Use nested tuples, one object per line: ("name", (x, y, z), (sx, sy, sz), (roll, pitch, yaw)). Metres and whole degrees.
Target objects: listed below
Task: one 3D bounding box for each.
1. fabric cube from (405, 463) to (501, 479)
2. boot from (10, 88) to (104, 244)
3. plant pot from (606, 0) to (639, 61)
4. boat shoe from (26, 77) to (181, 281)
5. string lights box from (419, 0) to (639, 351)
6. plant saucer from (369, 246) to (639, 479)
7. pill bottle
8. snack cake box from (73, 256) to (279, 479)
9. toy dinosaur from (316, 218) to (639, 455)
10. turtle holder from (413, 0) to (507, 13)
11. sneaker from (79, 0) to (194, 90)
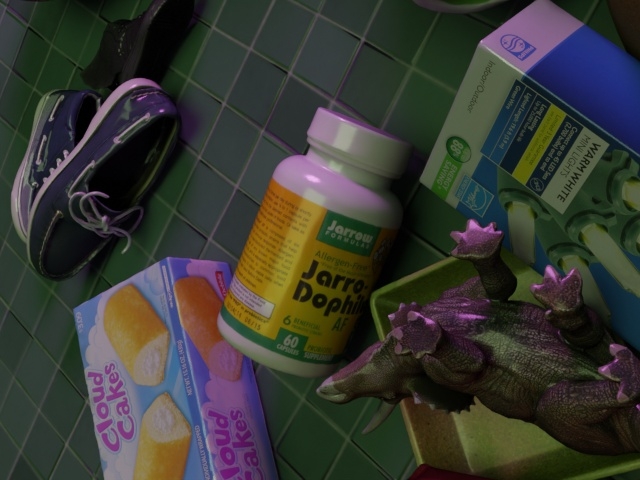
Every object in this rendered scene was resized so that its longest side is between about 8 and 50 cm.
("fabric cube", (0.117, 0.309, 0.504), (0.258, 0.254, 0.259), (2, 101, 38))
("boot", (-0.299, -0.082, 0.993), (0.086, 0.069, 0.190), (7, 89, 46))
("plant pot", (0.251, -0.178, 0.480), (0.237, 0.254, 0.237), (-3, 85, 36))
("boat shoe", (-0.230, -0.051, 0.931), (0.254, 0.095, 0.079), (-51, 47, 11))
("string lights box", (0.199, -0.018, 0.538), (0.259, 0.077, 0.133), (40, 146, 17))
("plant saucer", (0.146, 0.096, 0.660), (0.188, 0.045, 0.188), (-27, 69, 32))
("pill bottle", (0.000, 0.000, 0.734), (0.117, 0.117, 0.208), (30, 103, 35))
("snack cake box", (-0.141, 0.166, 0.842), (0.152, 0.089, 0.264), (-26, 70, 31))
("toy dinosaur", (0.144, 0.081, 0.562), (0.313, 0.160, 0.121), (10, 67, 26))
("turtle holder", (0.122, -0.306, 0.598), (0.320, 0.243, 0.227), (-22, 71, 27))
("sneaker", (-0.203, -0.223, 0.947), (0.089, 0.051, 0.170), (48, 122, 28))
